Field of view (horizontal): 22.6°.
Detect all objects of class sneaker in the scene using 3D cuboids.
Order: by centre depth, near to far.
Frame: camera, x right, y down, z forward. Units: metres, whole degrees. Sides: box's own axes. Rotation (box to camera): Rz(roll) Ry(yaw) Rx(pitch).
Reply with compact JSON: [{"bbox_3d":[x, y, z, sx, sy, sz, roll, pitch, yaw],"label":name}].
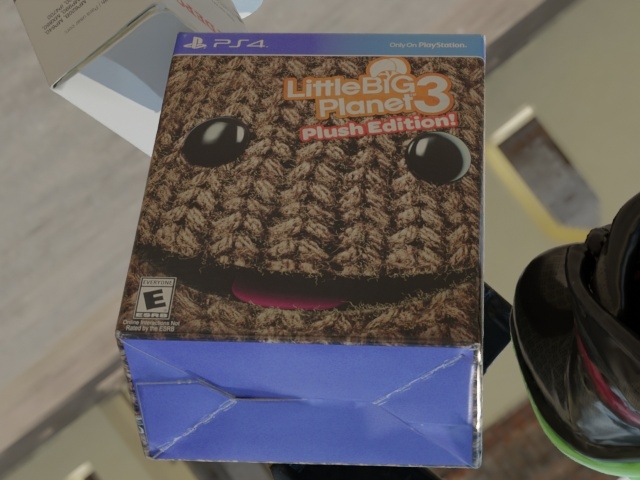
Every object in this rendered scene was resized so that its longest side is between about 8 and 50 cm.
[{"bbox_3d":[0.226,0.047,0.908,0.185,0.202,0.483,-24,-168,-9],"label":"sneaker"}]

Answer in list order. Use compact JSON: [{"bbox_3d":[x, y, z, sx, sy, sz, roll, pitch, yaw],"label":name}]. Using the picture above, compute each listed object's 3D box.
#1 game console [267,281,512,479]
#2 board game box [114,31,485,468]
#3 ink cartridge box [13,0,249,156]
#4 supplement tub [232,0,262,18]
[{"bbox_3d":[0.115,0.212,1.990,0.361,0.213,0.044,-49,-159,4],"label":"game console"},{"bbox_3d":[0.000,0.000,1.125,0.141,0.232,0.291,85,8,-48],"label":"board game box"},{"bbox_3d":[-0.163,-0.207,1.328,0.114,0.273,0.197,-37,145,13],"label":"ink cartridge box"},{"bbox_3d":[-0.138,-0.350,1.770,0.144,0.200,0.144,-9,166,-2],"label":"supplement tub"}]
